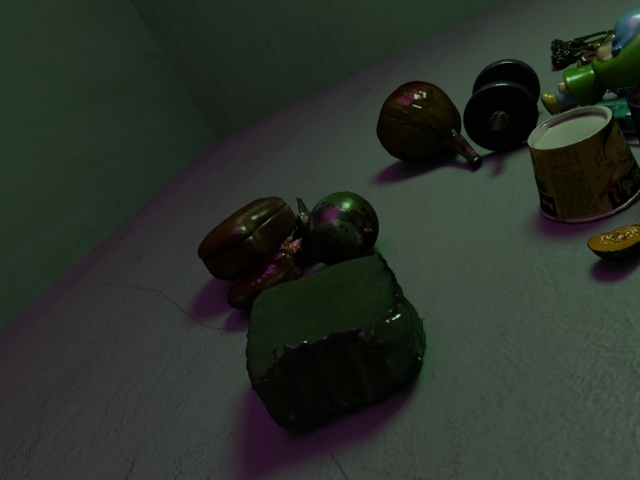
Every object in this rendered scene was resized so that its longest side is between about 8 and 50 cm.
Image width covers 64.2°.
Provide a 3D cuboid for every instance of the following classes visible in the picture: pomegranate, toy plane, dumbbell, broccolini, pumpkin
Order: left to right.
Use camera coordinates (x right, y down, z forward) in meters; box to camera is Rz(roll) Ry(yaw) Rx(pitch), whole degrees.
[{"bbox_3d":[0.022,-0.022,0.947,0.169,0.149,0.149,4,35,19],"label":"pomegranate"},{"bbox_3d":[0.384,-0.287,1.072,0.143,0.143,0.325,-15,27,32],"label":"dumbbell"},{"bbox_3d":[0.673,-0.500,1.273,0.201,0.074,0.058,-21,7,17],"label":"broccolini"},{"bbox_3d":[0.371,0.006,0.625,0.083,0.028,0.050,-23,20,-4],"label":"pumpkin"},{"bbox_3d":[0.518,-0.206,0.851,0.096,0.060,0.235,-41,20,-4],"label":"toy plane"}]

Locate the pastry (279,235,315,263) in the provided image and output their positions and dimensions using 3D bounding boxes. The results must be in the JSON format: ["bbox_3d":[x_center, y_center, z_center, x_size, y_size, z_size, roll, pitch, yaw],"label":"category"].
[{"bbox_3d":[0.000,-0.001,1.066,0.169,0.063,0.087,-24,31,2],"label":"pastry"}]

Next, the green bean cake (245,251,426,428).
[{"bbox_3d":[0.020,0.124,0.690,0.227,0.125,0.223,-25,20,7],"label":"green bean cake"}]

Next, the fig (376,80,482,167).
[{"bbox_3d":[0.265,-0.235,1.171,0.190,0.191,0.290,-37,63,-17],"label":"fig"}]

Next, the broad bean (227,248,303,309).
[{"bbox_3d":[-0.112,0.082,0.989,0.165,0.085,0.114,-31,-5,10],"label":"broad bean"}]

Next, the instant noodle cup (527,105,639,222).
[{"bbox_3d":[0.379,-0.116,0.749,0.151,0.122,0.151,-28,21,12],"label":"instant noodle cup"}]

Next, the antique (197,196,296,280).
[{"bbox_3d":[-0.157,-0.005,1.141,0.223,0.129,0.278,-32,13,7],"label":"antique"}]

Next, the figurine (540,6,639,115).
[{"bbox_3d":[0.551,-0.318,0.947,0.162,0.143,0.263,-4,-18,-38],"label":"figurine"}]

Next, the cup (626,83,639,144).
[{"bbox_3d":[0.488,-0.149,0.660,0.150,0.138,0.113,-36,23,-14],"label":"cup"}]

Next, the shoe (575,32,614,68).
[{"bbox_3d":[0.626,-0.410,1.135,0.108,0.072,0.069,-16,-12,22],"label":"shoe"}]
